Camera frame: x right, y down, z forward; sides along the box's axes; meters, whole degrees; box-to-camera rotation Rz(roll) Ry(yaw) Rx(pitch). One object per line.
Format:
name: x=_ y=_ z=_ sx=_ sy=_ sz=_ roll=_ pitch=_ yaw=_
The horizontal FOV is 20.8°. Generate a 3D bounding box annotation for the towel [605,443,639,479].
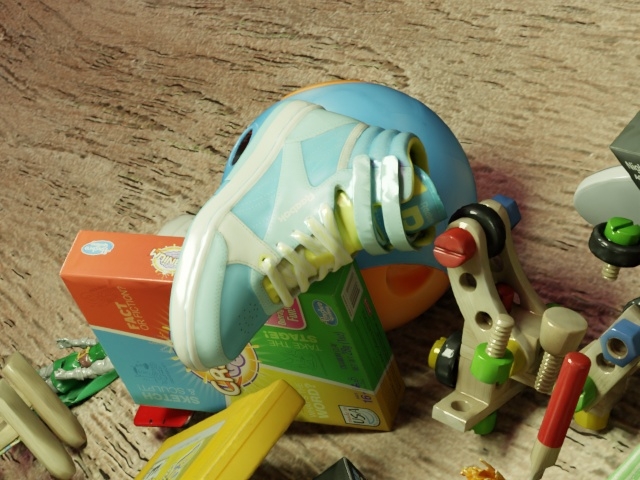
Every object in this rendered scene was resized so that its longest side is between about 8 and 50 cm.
towel: x=0.273 y=0.312 z=1.387 sx=0.248 sy=0.038 sz=0.325 roll=36 pitch=79 yaw=33

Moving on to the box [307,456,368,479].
box: x=-0.030 y=0.392 z=1.675 sx=0.257 sy=0.079 sz=0.322 roll=-34 pitch=31 yaw=8

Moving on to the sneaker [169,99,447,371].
sneaker: x=0.000 y=0.000 z=1.662 sx=0.208 sy=0.127 sz=0.319 roll=11 pitch=58 yaw=27

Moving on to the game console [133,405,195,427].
game console: x=-0.141 y=0.176 z=2.071 sx=0.144 sy=0.124 sz=0.085 roll=-7 pitch=84 yaw=57

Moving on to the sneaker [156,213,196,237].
sneaker: x=-0.142 y=0.058 z=2.216 sx=0.169 sy=0.108 sz=0.292 roll=-1 pitch=29 yaw=16

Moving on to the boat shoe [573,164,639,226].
boat shoe: x=0.388 y=-0.065 z=1.787 sx=0.258 sy=0.095 sz=0.084 roll=-5 pitch=41 yaw=30

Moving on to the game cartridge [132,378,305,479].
game cartridge: x=-0.170 y=0.289 z=1.836 sx=0.285 sy=0.053 sz=0.324 roll=-51 pitch=7 yaw=-30

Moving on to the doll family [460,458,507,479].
doll family: x=0.149 y=0.279 z=1.547 sx=0.163 sy=0.118 sz=0.263 roll=-4 pitch=25 yaw=-20

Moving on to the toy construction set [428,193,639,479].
toy construction set: x=0.206 y=0.128 z=1.652 sx=0.309 sy=0.258 sz=0.237 roll=-66 pitch=-9 yaw=-61

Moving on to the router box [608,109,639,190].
router box: x=0.426 y=-0.002 z=1.504 sx=0.081 sy=0.243 sz=0.309 roll=-48 pitch=31 yaw=-12

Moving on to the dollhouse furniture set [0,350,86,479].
dollhouse furniture set: x=-0.443 y=0.380 z=2.081 sx=0.362 sy=0.256 sz=0.394 roll=-38 pitch=10 yaw=5

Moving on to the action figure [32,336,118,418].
action figure: x=-0.327 y=0.171 z=2.302 sx=0.232 sy=0.063 sz=0.137 roll=-28 pitch=30 yaw=15

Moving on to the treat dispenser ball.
treat dispenser ball: x=0.031 y=-0.035 z=1.938 sx=0.288 sy=0.288 sz=0.288 roll=-28 pitch=33 yaw=21

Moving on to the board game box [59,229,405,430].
board game box: x=-0.090 y=0.097 z=1.861 sx=0.317 sy=0.242 sz=0.064 roll=3 pitch=51 yaw=24
